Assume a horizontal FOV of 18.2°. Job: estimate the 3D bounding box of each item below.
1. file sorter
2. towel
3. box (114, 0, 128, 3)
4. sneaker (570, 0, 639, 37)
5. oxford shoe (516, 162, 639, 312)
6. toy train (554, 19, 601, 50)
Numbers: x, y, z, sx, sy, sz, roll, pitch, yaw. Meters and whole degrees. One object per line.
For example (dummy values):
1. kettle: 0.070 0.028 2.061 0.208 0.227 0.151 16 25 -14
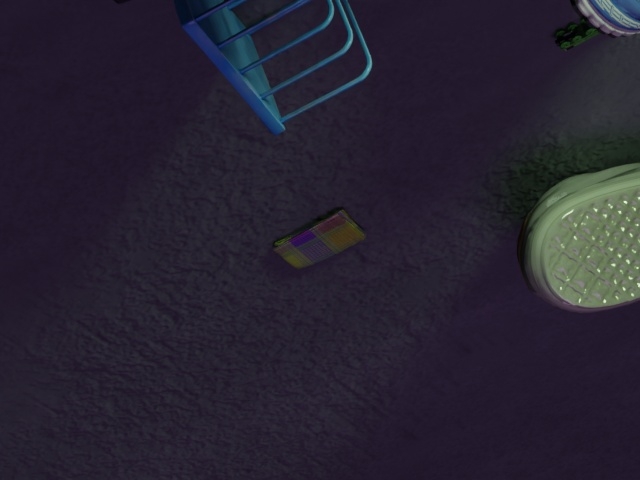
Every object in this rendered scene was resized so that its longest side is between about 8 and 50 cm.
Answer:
1. file sorter: -0.045 -0.193 1.622 0.104 0.118 0.170 -29 144 10
2. towel: 0.000 0.000 1.999 0.083 0.009 0.060 -28 144 17
3. box: -0.060 -0.355 1.293 0.343 0.179 0.312 -16 148 17
4. sneaker: 0.236 -0.284 1.599 0.147 0.129 0.330 -24 144 15
5. oxford shoe: 0.392 -0.024 2.037 0.449 0.169 0.130 -12 -173 -20
6. toy train: 0.254 -0.197 1.824 0.083 0.017 0.024 -27 155 15
